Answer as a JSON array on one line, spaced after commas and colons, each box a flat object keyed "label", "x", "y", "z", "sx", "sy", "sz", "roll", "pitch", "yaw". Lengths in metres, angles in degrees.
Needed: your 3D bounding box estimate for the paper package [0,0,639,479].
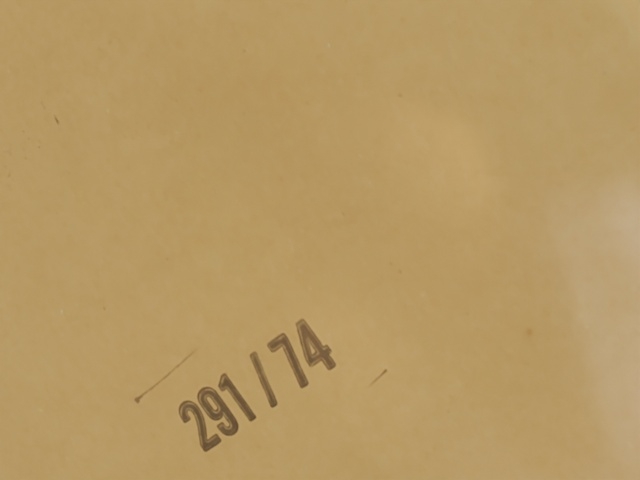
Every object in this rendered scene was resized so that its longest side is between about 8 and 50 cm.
[{"label": "paper package", "x": 0.000, "y": 0.000, "z": 0.449, "sx": 0.325, "sy": 0.309, "sz": 0.168, "roll": -42, "pitch": -4, "yaw": 30}]
